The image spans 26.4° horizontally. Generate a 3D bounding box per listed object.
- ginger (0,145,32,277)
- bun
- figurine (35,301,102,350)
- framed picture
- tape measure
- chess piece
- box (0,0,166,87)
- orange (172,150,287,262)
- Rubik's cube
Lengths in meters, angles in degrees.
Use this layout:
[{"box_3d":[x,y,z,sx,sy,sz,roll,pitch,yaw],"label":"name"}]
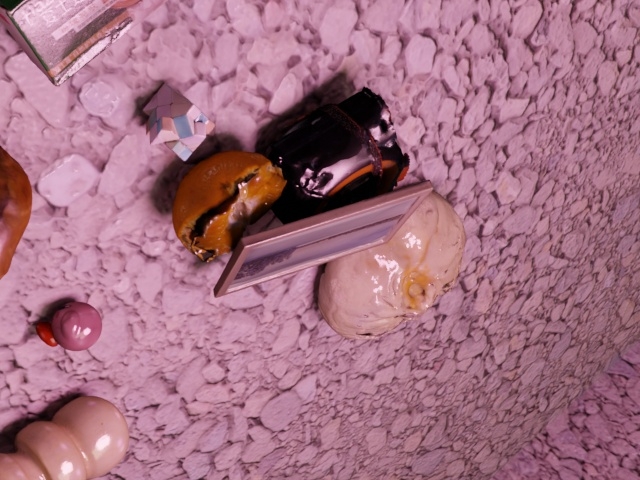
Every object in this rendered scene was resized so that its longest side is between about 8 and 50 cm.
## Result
[{"box_3d":[-0.447,0.024,1.476,0.321,0.165,0.172,-34,105,-17],"label":"ginger"},{"box_3d":[0.133,0.051,2.254,0.287,0.146,0.287,-34,149,-24],"label":"bun"},{"box_3d":[-0.327,0.116,1.838,0.071,0.067,0.083,-36,173,26],"label":"figurine"},{"box_3d":[0.000,0.000,1.924,0.289,0.016,0.213,-18,164,-22],"label":"framed picture"},{"box_3d":[0.020,-0.096,1.934,0.202,0.135,0.223,-33,154,-12],"label":"tape measure"},{"box_3d":[-0.404,0.333,1.940,0.300,0.167,0.167,-30,148,-32],"label":"chess piece"},{"box_3d":[-0.245,-0.276,1.436,0.199,0.081,0.135,-42,150,-9],"label":"box"},{"box_3d":[-0.132,-0.056,1.823,0.160,0.112,0.170,-57,171,16],"label":"orange"},{"box_3d":[-0.180,-0.140,1.688,0.073,0.084,0.075,-49,134,-1],"label":"Rubik's cube"}]
